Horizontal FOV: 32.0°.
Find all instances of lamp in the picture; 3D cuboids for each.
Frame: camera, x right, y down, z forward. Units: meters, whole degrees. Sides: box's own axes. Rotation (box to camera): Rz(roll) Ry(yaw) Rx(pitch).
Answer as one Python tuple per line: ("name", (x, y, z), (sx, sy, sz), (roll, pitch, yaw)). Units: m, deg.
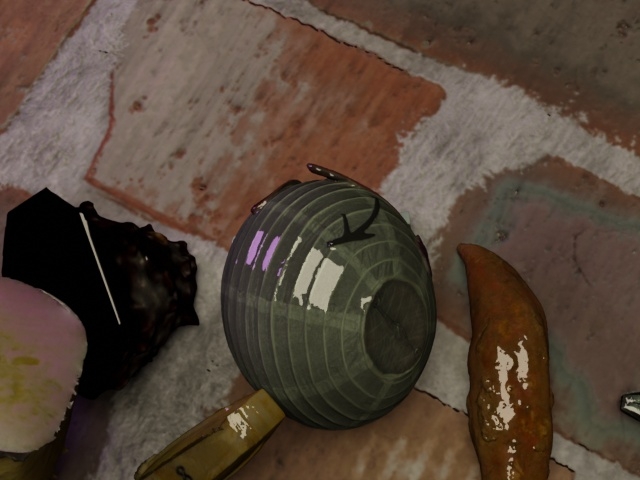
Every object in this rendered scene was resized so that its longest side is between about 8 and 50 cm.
("lamp", (0.004, 0.062, 1.153), (0.233, 0.265, 0.233), (-17, 31, 10))

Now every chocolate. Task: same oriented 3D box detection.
("chocolate", (-0.224, 0.049, 1.248), (0.177, 0.206, 0.224), (-15, 84, -44))

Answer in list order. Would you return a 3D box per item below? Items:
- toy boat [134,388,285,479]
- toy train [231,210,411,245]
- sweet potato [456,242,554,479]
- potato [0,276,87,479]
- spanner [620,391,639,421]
("toy boat", (-0.114, 0.216, 1.153), (0.068, 0.088, 0.226), (50, 126, 2))
("toy train", (0.000, 0.000, 1.272), (0.207, 0.047, 0.043), (-6, 73, 2))
("sweet potato", (0.200, 0.154, 1.176), (0.106, 0.095, 0.355), (-22, 61, 41))
("potato", (-0.370, 0.200, 1.147), (0.229, 0.229, 0.266), (46, 126, 16))
("spanner", (0.477, 0.204, 1.166), (0.325, 0.040, 0.096), (11, 73, 7))
